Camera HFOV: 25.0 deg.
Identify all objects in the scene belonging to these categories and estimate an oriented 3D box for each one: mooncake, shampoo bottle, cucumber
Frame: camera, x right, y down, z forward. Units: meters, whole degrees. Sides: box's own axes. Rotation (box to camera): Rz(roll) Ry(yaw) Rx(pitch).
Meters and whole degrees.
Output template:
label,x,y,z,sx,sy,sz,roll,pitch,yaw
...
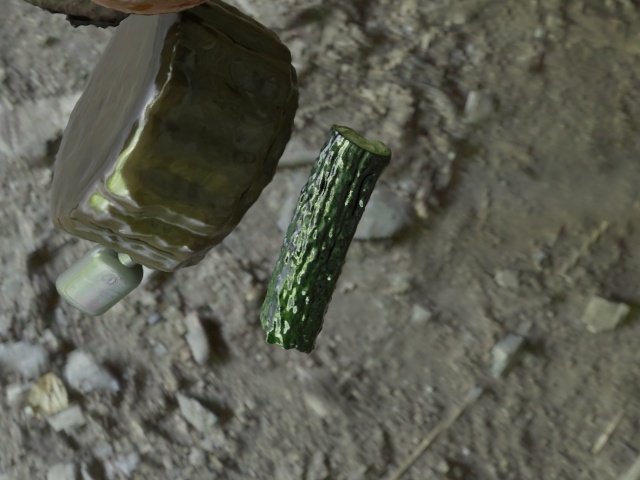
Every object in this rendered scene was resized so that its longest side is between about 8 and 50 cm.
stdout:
label,x,y,z,sx,sy,sz,roll,pitch,yaw
mooncake,-0.166,-0.127,1.654,0.187,0.324,0.324,25,93,-25
shampoo bottle,-0.273,0.040,1.884,0.080,0.040,0.165,40,130,-19
cucumber,0.000,0.000,1.099,0.058,0.058,0.187,9,120,-20

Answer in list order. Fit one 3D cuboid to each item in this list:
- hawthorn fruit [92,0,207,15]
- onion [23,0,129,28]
label,x,y,z,sx,sy,sz,roll,pitch,yaw
hawthorn fruit,-0.075,-0.191,0.805,0.189,0.149,0.149,13,98,-32
onion,-0.275,-0.357,1.484,0.250,0.111,0.247,21,89,-26
